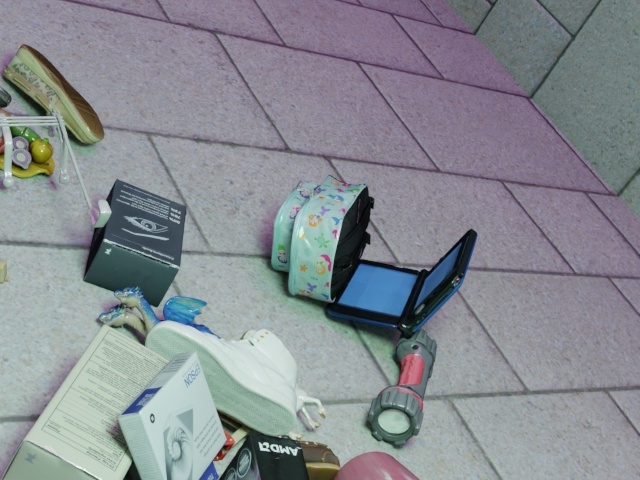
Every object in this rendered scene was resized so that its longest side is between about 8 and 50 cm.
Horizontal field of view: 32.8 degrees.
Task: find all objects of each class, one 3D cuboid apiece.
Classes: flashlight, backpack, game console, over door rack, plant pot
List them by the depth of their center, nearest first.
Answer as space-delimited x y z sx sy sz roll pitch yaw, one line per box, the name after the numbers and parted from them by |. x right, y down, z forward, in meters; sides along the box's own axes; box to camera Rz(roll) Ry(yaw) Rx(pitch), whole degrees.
0.107 0.447 1.763 0.201 0.201 0.180 14 20 -28 | plant pot
-0.555 -0.114 1.988 0.239 0.108 0.324 -5 44 -31 | over door rack
0.166 0.274 2.136 0.103 0.103 0.304 12 30 6 | flashlight
0.000 0.000 2.259 0.191 0.225 0.253 11 32 7 | backpack
0.179 0.065 2.300 0.173 0.250 0.293 39 26 -3 | game console

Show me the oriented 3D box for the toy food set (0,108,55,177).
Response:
-0.617 -0.204 2.132 0.218 0.071 0.128 25 31 -12 | toy food set

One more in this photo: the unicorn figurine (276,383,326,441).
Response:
-0.048 0.298 1.943 0.111 0.060 0.162 43 32 16 | unicorn figurine

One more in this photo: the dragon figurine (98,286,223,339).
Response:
-0.246 0.156 1.942 0.289 0.085 0.144 8 39 -33 | dragon figurine

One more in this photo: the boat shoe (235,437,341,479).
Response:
-0.058 0.369 1.828 0.207 0.073 0.073 19 31 -35 | boat shoe

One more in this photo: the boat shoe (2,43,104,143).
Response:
-0.567 -0.295 2.313 0.285 0.089 0.104 48 8 20 | boat shoe

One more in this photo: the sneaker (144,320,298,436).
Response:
-0.162 0.200 1.851 0.292 0.108 0.169 37 27 -17 | sneaker

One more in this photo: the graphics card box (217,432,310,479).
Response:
-0.077 0.480 1.490 0.094 0.233 0.371 15 36 -26 | graphics card box

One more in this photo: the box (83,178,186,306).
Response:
-0.346 0.003 2.047 0.153 0.108 0.207 23 32 -17 | box

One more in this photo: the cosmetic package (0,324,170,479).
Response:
-0.342 0.280 1.637 0.153 0.129 0.296 32 30 -4 | cosmetic package

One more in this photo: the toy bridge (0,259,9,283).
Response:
-0.603 0.054 1.775 0.188 0.063 0.026 7 33 -2 | toy bridge

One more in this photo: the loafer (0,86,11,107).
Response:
-0.716 -0.301 2.207 0.170 0.062 0.061 18 55 -17 | loafer

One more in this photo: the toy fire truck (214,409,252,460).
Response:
-0.158 0.295 1.862 0.135 0.047 0.192 47 33 23 | toy fire truck

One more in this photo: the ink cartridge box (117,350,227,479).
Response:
-0.208 0.312 1.638 0.223 0.045 0.224 -51 127 -66 | ink cartridge box
